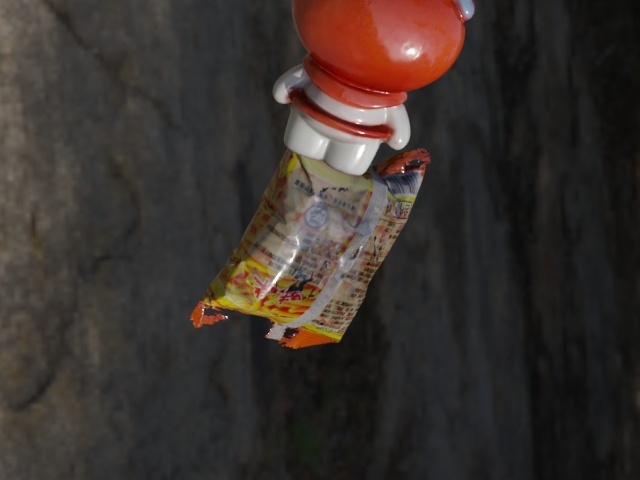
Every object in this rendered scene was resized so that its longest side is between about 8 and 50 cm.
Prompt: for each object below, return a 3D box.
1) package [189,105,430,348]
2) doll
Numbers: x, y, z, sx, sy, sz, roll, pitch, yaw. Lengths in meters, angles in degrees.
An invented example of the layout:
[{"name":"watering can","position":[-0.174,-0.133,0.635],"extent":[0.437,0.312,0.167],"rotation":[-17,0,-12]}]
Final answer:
[{"name":"package","position":[-0.006,-0.001,1.776],"extent":[0.223,0.108,0.288],"rotation":[17,102,-38]},{"name":"doll","position":[0.053,-0.199,1.362],"extent":[0.130,0.161,0.290],"rotation":[-56,169,-64]}]
